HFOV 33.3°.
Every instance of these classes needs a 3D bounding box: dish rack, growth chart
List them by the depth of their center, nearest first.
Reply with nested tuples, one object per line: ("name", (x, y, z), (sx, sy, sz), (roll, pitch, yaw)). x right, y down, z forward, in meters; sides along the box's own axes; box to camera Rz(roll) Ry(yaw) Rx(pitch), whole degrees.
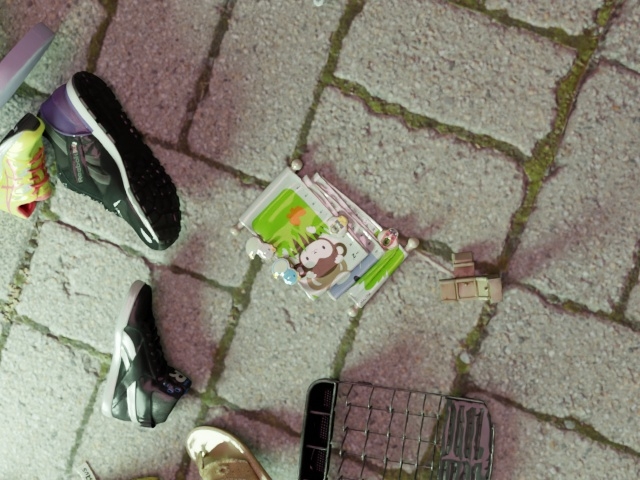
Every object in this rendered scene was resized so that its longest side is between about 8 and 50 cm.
("dish rack", (0.109, 0.307, 1.525), (0.271, 0.074, 0.208), (7, 97, 9))
("growth chart", (0.000, 0.000, 1.545), (0.237, 0.021, 0.172), (36, 100, 6))

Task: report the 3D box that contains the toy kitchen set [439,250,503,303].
("toy kitchen set", (0.207, 0.052, 1.486), (0.083, 0.075, 0.068), (-7, 93, 6))

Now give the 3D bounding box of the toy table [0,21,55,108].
("toy table", (-0.525, -0.238, 1.517), (0.161, 0.252, 0.274), (39, 90, -12))

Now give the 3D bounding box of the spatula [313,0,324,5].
("spatula", (-0.012, -0.456, 1.477), (0.168, 0.019, 0.242), (26, 104, 26))

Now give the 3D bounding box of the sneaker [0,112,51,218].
("sneaker", (-0.425, -0.104, 1.552), (0.094, 0.081, 0.208), (35, 140, -6))

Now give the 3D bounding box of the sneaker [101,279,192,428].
("sneaker", (-0.242, 0.171, 1.576), (0.121, 0.079, 0.217), (15, 105, 5))

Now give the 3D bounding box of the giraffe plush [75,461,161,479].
("giraffe plush", (-0.315, 0.430, 1.556), (0.210, 0.170, 0.181), (40, 100, 4))

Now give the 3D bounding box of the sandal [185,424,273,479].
("sandal", (-0.124, 0.351, 1.525), (0.240, 0.079, 0.088), (34, 115, 24))

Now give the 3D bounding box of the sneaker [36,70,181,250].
("sneaker", (-0.312, -0.096, 1.562), (0.124, 0.107, 0.283), (-33, 85, 25))
